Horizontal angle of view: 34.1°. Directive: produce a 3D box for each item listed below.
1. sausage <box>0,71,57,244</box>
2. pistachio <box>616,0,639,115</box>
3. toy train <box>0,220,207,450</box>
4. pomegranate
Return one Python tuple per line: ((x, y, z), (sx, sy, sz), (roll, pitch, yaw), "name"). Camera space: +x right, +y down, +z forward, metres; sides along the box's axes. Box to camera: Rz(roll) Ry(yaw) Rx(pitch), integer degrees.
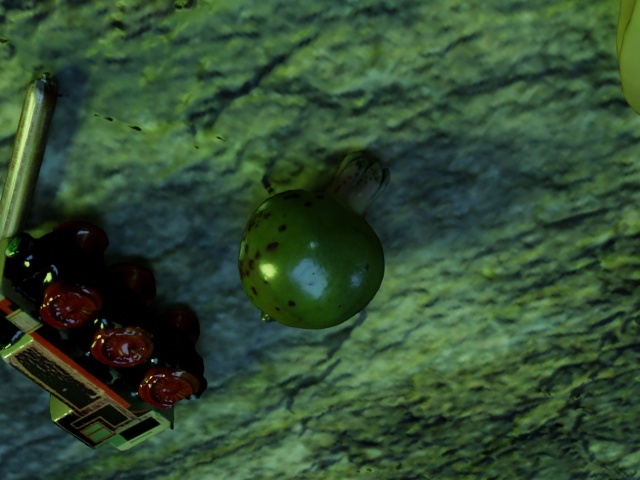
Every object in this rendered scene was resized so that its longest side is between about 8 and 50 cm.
((-0.139, -0.036, 0.490), (0.015, 0.015, 0.100), (16, 123, -13), "sausage")
((0.190, -0.105, 0.325), (0.181, 0.162, 0.293), (-4, 162, 1), "pistachio")
((-0.119, 0.049, 0.524), (0.087, 0.050, 0.138), (-29, 129, 17), "toy train")
((-0.004, 0.000, 0.491), (0.073, 0.073, 0.085), (6, 107, -7), "pomegranate")
